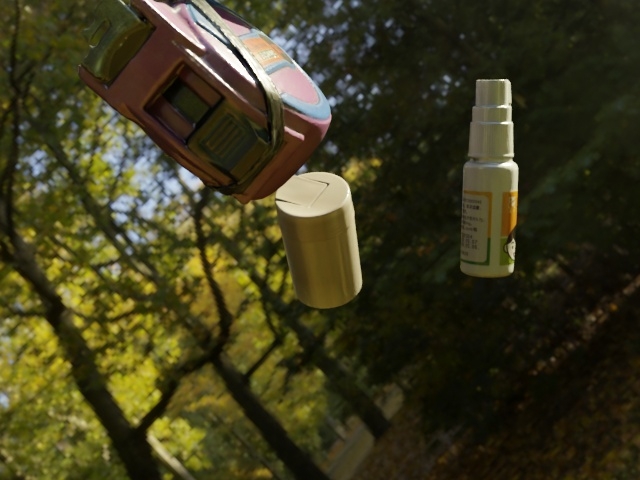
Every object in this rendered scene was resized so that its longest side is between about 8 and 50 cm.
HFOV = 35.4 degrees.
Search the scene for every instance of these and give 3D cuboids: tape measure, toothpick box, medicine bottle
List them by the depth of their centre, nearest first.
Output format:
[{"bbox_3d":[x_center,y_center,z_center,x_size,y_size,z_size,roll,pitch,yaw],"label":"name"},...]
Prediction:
[{"bbox_3d":[-0.115,-0.155,1.047,0.149,0.245,0.231,-48,0,16],"label":"tape measure"},{"bbox_3d":[0.199,-0.072,1.146,0.092,0.061,0.220,-17,-71,-61],"label":"medicine bottle"},{"bbox_3d":[0.000,0.000,1.479,0.111,0.111,0.180,-41,-42,-32],"label":"toothpick box"}]
